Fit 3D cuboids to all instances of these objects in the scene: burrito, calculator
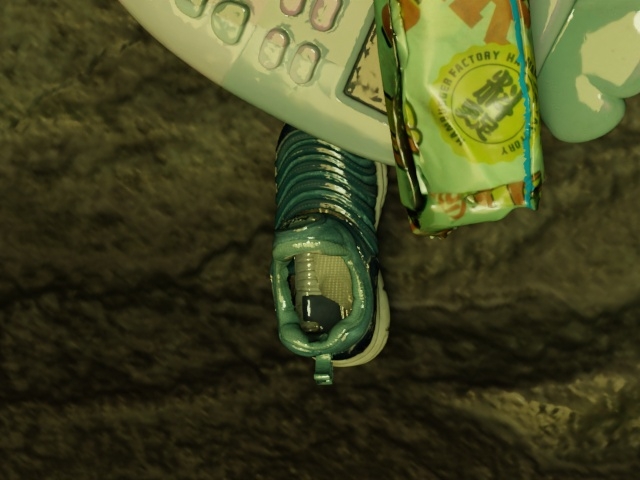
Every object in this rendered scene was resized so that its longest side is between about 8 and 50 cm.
[{"bbox_3d":[0.072,-0.135,0.780,0.104,0.054,0.288,-3,108,13],"label":"burrito"},{"bbox_3d":[0.021,-0.136,0.846,0.299,0.041,0.185,25,114,5],"label":"calculator"}]

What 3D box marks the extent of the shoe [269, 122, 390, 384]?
[{"bbox_3d":[0.000,0.000,0.913,0.064,0.071,0.143,1,101,19],"label":"shoe"}]
